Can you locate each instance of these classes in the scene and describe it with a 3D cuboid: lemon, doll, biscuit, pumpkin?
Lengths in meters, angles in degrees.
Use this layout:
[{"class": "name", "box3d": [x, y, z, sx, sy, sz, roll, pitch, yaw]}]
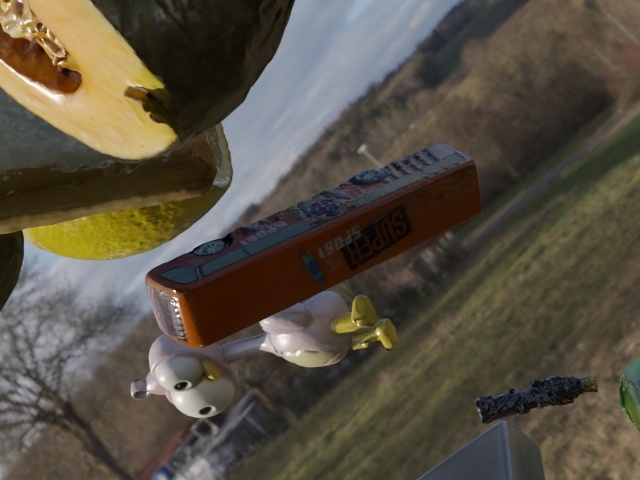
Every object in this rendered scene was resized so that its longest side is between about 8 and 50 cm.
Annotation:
[{"class": "lemon", "box3d": [-0.326, -0.129, 1.489, 0.364, 0.364, 0.364, -48, 3, 3]}, {"class": "doll", "box3d": [-0.088, 0.145, 1.340, 0.365, 0.094, 0.160, -21, -33, 16]}, {"class": "biscuit", "box3d": [-0.249, -0.112, 0.851, 0.291, 0.237, 0.062, -10, -31, -22]}, {"class": "pumpkin", "box3d": [-0.144, -0.184, 0.512, 0.222, 0.317, 0.139, -3, 44, 55]}]

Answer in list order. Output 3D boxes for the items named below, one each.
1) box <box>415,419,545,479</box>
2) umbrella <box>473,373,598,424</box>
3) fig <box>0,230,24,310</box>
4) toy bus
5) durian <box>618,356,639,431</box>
[{"class": "box", "box3d": [0.108, 0.272, 0.970, 0.244, 0.055, 0.103, -43, 25, 30]}, {"class": "umbrella", "box3d": [0.253, 0.183, 1.211, 0.144, 0.040, 0.037, -15, -35, 2]}, {"class": "fig", "box3d": [-0.374, 0.024, 0.930, 0.233, 0.167, 0.167, -6, 28, 33]}, {"class": "toy bus", "box3d": [0.000, 0.000, 1.182, 0.409, 0.093, 0.092, -25, 31, -20]}, {"class": "durian", "box3d": [0.367, 0.192, 0.940, 0.101, 0.139, 0.250, -31, 42, -9]}]
